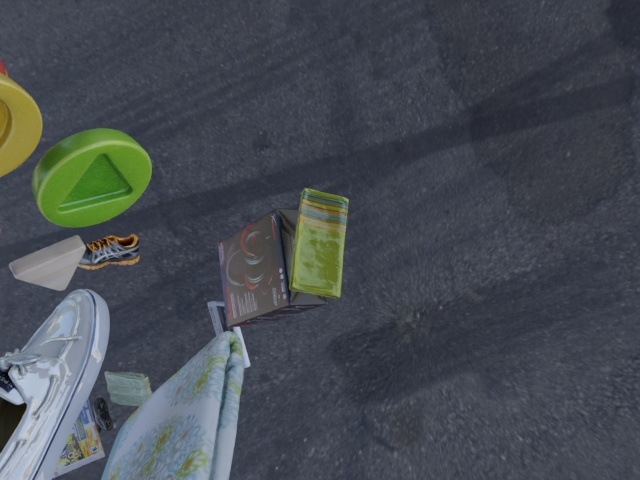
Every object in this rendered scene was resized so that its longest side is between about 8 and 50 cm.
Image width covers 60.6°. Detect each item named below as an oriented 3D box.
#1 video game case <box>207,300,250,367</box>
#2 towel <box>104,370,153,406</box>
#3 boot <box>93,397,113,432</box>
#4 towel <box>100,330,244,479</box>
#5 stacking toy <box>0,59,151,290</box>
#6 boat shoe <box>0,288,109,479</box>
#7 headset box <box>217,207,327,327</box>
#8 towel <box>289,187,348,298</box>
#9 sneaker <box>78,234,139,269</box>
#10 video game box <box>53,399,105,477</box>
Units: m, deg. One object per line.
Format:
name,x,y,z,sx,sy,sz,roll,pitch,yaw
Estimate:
video game case,-0.270,0.272,1.607,0.022,0.173,0.190,-17,95,-30
towel,-0.530,0.414,1.518,0.148,0.027,0.110,-1,112,21
boot,-0.722,0.562,1.751,0.099,0.045,0.121,-11,103,26
towel,-0.266,0.374,0.969,0.320,0.374,0.090,-40,114,18
stacking toy,-0.361,-0.066,0.592,0.309,0.280,0.130,-47,68,19
boat shoe,-0.459,0.222,0.839,0.136,0.156,0.366,-3,58,30
headset box,-0.129,0.076,1.279,0.293,0.110,0.217,-24,69,47
towel,0.000,0.000,1.091,0.102,0.021,0.237,10,56,-6
sneaker,-0.623,0.026,1.584,0.084,0.215,0.083,40,120,31
video game box,-0.730,0.549,1.539,0.187,0.048,0.205,-20,55,-22
